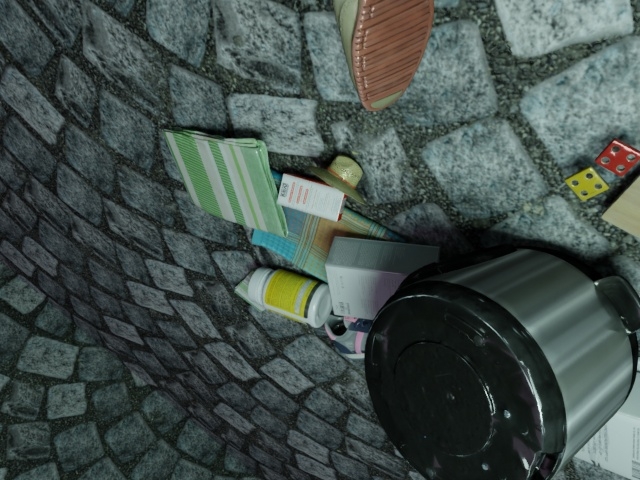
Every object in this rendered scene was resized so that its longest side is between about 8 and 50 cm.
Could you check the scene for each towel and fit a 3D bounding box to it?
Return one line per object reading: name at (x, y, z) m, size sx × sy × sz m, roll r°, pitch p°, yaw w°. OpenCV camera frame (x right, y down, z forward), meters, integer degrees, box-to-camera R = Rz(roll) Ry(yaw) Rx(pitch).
towel at (-0.225, -0.145, 1.263) m, size 0.324 × 0.038 × 0.248 m, roll 16°, pitch 134°, yaw 35°
towel at (-0.183, 0.147, 1.573) m, size 0.113 × 0.023 × 0.152 m, roll 40°, pitch 139°, yaw -6°
towel at (0.000, 0.000, 1.273) m, size 0.370 × 0.040 × 0.271 m, roll 29°, pitch 141°, yaw 10°

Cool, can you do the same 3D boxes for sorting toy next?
sorting toy at (0.522, -0.062, 0.813) m, size 0.274 × 0.046 × 0.132 m, roll 29°, pitch 141°, yaw 9°

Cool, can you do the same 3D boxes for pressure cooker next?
pressure cooker at (0.331, 0.205, 0.951) m, size 0.370 × 0.420 × 0.376 m, roll 22°, pitch 118°, yaw 45°

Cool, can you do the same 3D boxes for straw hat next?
straw hat at (0.049, -0.137, 1.078) m, size 0.144 × 0.144 × 0.061 m, roll 34°, pitch 103°, yaw 4°

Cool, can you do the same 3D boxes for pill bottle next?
pill bottle at (-0.080, 0.144, 1.411) m, size 0.208 × 0.119 × 0.119 m, roll 16°, pitch 136°, yaw 24°

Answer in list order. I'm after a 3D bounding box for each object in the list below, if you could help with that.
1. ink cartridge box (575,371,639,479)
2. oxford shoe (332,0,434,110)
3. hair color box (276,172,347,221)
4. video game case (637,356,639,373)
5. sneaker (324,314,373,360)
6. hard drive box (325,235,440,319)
ink cartridge box at (0.604, 0.365, 1.083) m, size 0.289 × 0.121 × 0.211 m, roll 12°, pitch 135°, yaw 41°
oxford shoe at (0.075, -0.384, 0.800) m, size 0.146 × 0.140 × 0.397 m, roll 50°, pitch 158°, yaw 37°
hair color box at (-0.017, -0.094, 1.153) m, size 0.141 × 0.043 × 0.072 m, roll 18°, pitch 104°, yaw 11°
video game case at (0.702, 0.299, 1.056) m, size 0.157 × 0.019 × 0.143 m, roll 11°, pitch 135°, yaw 28°
sneaker at (0.128, 0.219, 1.334) m, size 0.131 × 0.112 × 0.319 m, roll 46°, pitch 139°, yaw -15°
hard drive box at (0.140, 0.093, 1.171) m, size 0.232 × 0.089 × 0.181 m, roll 7°, pitch 138°, yaw 16°
